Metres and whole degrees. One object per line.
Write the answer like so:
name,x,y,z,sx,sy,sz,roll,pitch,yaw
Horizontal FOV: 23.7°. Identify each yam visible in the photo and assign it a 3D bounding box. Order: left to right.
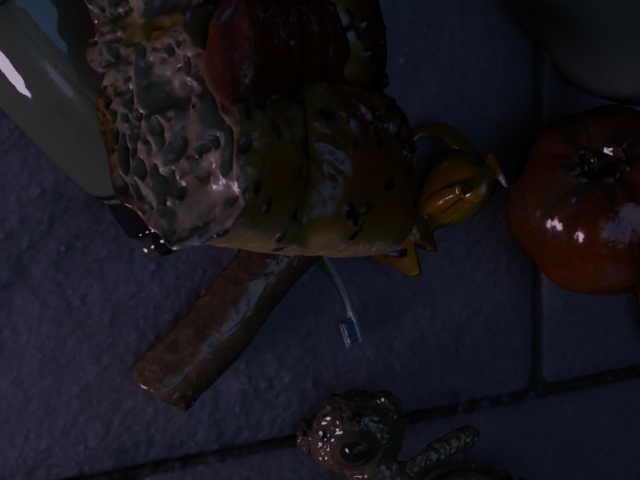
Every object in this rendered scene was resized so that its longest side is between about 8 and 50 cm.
yam,-0.052,0.032,1.594,0.357,0.081,0.081,-46,116,1

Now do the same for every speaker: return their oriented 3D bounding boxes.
speaker,0.398,-0.346,1.673,0.406,0.183,0.184,-46,121,-8

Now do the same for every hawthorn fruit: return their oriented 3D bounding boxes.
hawthorn fruit,0.321,-0.025,1.696,0.210,0.210,0.262,-48,147,-8

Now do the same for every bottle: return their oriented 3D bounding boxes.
bottle,-0.201,-0.130,1.458,0.168,0.168,0.347,-42,116,-10

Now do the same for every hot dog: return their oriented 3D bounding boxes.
hot dog,-0.037,-0.149,1.406,0.365,0.196,0.367,19,58,-62

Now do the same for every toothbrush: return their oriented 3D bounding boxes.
toothbrush,0.000,0.000,1.656,0.026,0.022,0.263,-30,113,-28

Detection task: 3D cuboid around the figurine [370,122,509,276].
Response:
figurine,0.112,-0.049,1.667,0.176,0.121,0.122,-44,87,1

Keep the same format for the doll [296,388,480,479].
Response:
doll,0.079,0.302,1.694,0.202,0.091,0.286,-2,103,11

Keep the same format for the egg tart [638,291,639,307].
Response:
egg tart,0.552,0.034,1.846,0.351,0.150,0.352,-4,103,-20

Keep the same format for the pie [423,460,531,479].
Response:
pie,0.200,0.369,1.778,0.201,0.090,0.248,-30,100,3
